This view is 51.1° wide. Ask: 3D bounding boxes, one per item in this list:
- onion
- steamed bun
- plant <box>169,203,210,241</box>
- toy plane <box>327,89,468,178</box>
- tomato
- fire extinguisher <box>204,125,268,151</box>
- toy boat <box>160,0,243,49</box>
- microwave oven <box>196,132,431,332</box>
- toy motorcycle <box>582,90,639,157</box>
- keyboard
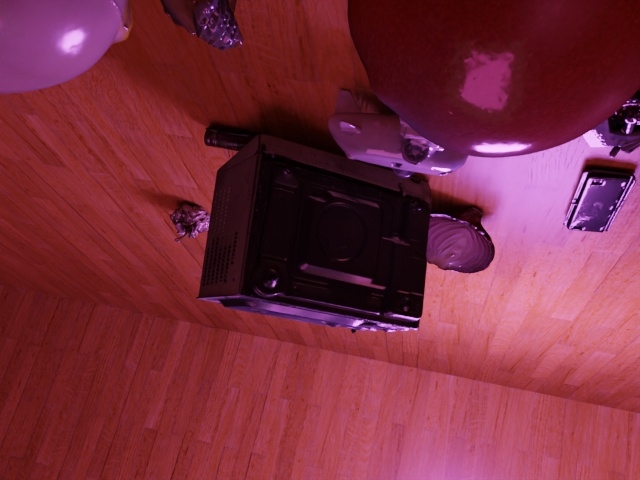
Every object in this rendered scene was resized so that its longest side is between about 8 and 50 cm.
[{"bbox_3d":[0.285,-0.014,1.465,0.206,0.151,0.098,30,-171,-12],"label":"onion"},{"bbox_3d":[-0.423,-0.337,0.814,0.374,0.333,0.334,10,158,18],"label":"steamed bun"},{"bbox_3d":[-0.348,-0.035,1.781,0.104,0.122,0.116,-13,140,30],"label":"plant"},{"bbox_3d":[0.132,-0.177,1.137,0.245,0.117,0.244,12,175,1],"label":"toy plane"},{"bbox_3d":[0.183,-0.234,0.675,0.322,0.321,0.321,12,158,5],"label":"tomato"},{"bbox_3d":[-0.153,-0.199,1.345,0.158,0.043,0.064,10,156,10],"label":"fire extinguisher"},{"bbox_3d":[-0.166,-0.397,0.752,0.162,0.135,0.445,2,155,17],"label":"toy boat"},{"bbox_3d":[0.000,0.000,1.322,0.394,0.333,0.247,13,166,-27],"label":"microwave oven"},{"bbox_3d":[0.402,-0.180,1.010,0.215,0.080,0.122,1,153,43],"label":"toy motorcycle"},{"bbox_3d":[0.520,-0.072,1.265,0.094,0.025,0.230,7,158,13],"label":"keyboard"}]
